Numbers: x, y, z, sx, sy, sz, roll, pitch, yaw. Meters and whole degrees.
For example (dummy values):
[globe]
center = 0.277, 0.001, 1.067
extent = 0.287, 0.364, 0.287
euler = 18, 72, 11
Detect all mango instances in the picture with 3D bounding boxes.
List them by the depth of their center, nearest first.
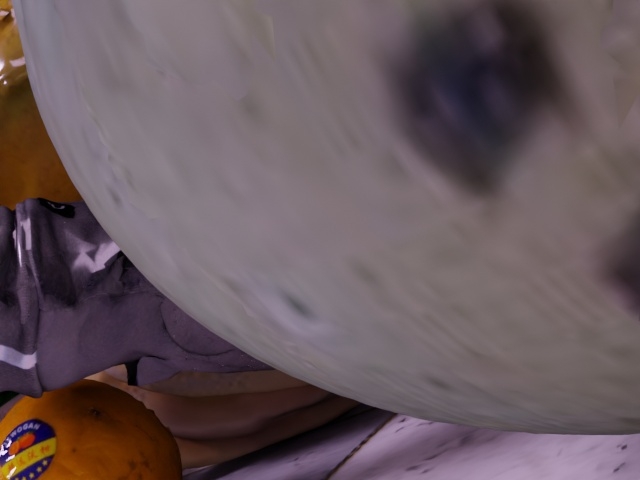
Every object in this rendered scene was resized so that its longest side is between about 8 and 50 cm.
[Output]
[mango]
center = -0.146, -0.039, 0.888
extent = 0.151, 0.156, 0.249
euler = -44, -14, -39

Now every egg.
[egg]
center = 0.098, -0.118, 0.459
extent = 0.428, 0.345, 0.345
euler = -42, -7, 35

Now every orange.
[orange]
center = -0.096, 0.098, 0.681
extent = 0.083, 0.084, 0.083
euler = -25, 4, 2

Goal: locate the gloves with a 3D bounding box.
[gloves]
center = -0.024, -0.004, 0.679
extent = 0.285, 0.119, 0.142
euler = -20, 22, -7

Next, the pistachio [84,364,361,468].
[pistachio]
center = 0.000, 0.000, 0.831
extent = 0.293, 0.181, 0.162
euler = -28, -34, -32

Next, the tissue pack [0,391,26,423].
[tissue pack]
center = -0.233, 0.124, 0.851
extent = 0.148, 0.156, 0.209
euler = 11, 3, 0
